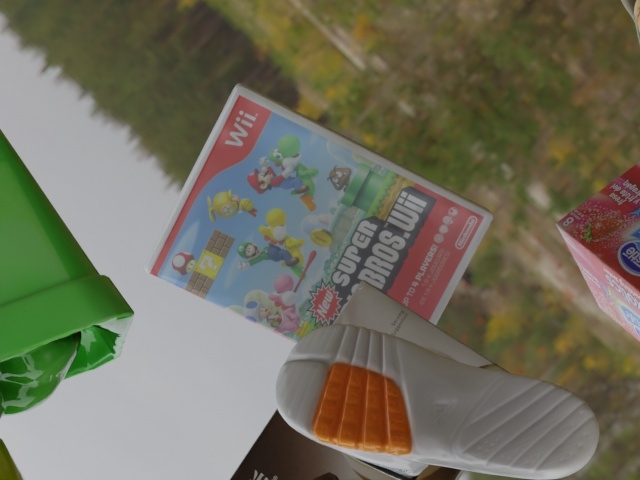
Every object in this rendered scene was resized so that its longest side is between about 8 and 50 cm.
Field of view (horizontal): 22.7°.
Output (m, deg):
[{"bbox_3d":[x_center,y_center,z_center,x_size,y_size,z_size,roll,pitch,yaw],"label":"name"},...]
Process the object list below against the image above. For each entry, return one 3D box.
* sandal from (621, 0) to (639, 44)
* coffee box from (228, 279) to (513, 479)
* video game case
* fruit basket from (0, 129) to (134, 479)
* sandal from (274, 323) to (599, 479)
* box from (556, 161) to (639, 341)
[{"bbox_3d":[0.353,-0.229,1.660,0.049,0.072,0.180,-46,-58,-74],"label":"sandal"},{"bbox_3d":[0.025,0.209,1.416,0.168,0.297,0.119,33,169,9],"label":"coffee box"},{"bbox_3d":[0.000,0.000,1.558,0.285,0.204,0.025,26,-173,-12],"label":"video game case"},{"bbox_3d":[-0.291,0.142,1.064,0.392,0.392,0.283,43,164,1],"label":"fruit basket"},{"bbox_3d":[0.084,0.140,1.190,0.265,0.102,0.076,13,149,31],"label":"sandal"},{"bbox_3d":[0.356,0.043,1.533,0.128,0.122,0.257,57,174,-34],"label":"box"}]
